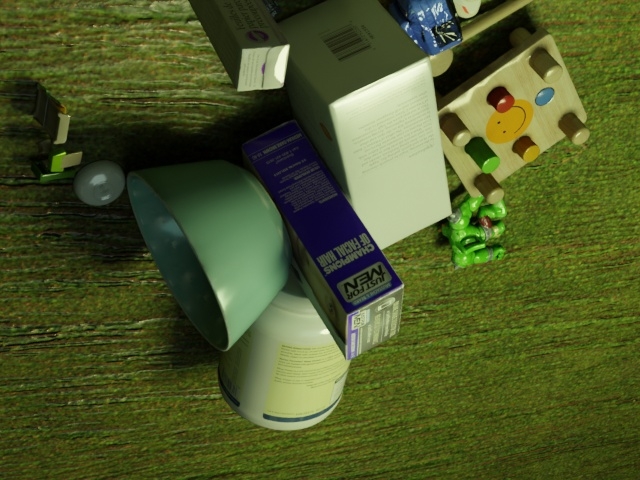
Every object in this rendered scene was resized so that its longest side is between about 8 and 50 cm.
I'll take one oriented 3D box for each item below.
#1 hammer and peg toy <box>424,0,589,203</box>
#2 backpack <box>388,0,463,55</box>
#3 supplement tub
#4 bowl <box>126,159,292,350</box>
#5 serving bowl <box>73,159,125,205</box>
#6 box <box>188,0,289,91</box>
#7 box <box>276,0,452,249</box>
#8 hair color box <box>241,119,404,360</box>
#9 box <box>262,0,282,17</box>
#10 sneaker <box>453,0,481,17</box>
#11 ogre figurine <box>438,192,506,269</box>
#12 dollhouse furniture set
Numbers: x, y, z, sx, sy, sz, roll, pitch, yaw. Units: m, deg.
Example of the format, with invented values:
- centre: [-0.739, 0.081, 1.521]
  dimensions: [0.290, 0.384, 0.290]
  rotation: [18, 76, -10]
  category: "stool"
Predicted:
- centre: [0.306, -0.242, 2.030]
  dimensions: [0.266, 0.127, 0.361]
  rotation: [-34, 140, 3]
  category: "hammer and peg toy"
- centre: [0.159, -0.353, 1.853]
  dimensions: [0.101, 0.098, 0.120]
  rotation: [-27, 140, 0]
  category: "backpack"
- centre: [-0.050, 0.151, 2.125]
  dimensions: [0.235, 0.235, 0.325]
  rotation: [-9, 135, -24]
  category: "supplement tub"
- centre: [-0.156, 0.000, 1.868]
  dimensions: [0.163, 0.311, 0.311]
  rotation: [-28, 140, -18]
  category: "bowl"
- centre: [-0.341, -0.084, 1.869]
  dimensions: [0.083, 0.027, 0.083]
  rotation: [-17, 136, -17]
  category: "serving bowl"
- centre: [-0.124, -0.308, 1.550]
  dimensions: [0.063, 0.324, 0.067]
  rotation: [-8, 132, -20]
  category: "box"
- centre: [0.069, -0.181, 1.877]
  dimensions: [0.168, 0.215, 0.345]
  rotation: [-26, 140, -10]
  category: "box"
- centre: [0.000, 0.000, 1.893]
  dimensions: [0.110, 0.339, 0.185]
  rotation: [-28, 156, -13]
  category: "hair color box"
- centre: [-0.107, -0.337, 1.766]
  dimensions: [0.083, 0.018, 0.067]
  rotation: [-36, 139, 6]
  category: "box"
- centre: [0.235, -0.402, 1.867]
  dimensions: [0.057, 0.075, 0.161]
  rotation: [-20, 138, -14]
  category: "sneaker"
- centre: [0.292, -0.024, 2.268]
  dimensions: [0.118, 0.097, 0.197]
  rotation: [-29, 152, -21]
  category: "ogre figurine"
- centre: [-0.379, -0.154, 1.749]
  dimensions: [0.058, 0.076, 0.152]
  rotation: [-16, 141, -36]
  category: "dollhouse furniture set"
